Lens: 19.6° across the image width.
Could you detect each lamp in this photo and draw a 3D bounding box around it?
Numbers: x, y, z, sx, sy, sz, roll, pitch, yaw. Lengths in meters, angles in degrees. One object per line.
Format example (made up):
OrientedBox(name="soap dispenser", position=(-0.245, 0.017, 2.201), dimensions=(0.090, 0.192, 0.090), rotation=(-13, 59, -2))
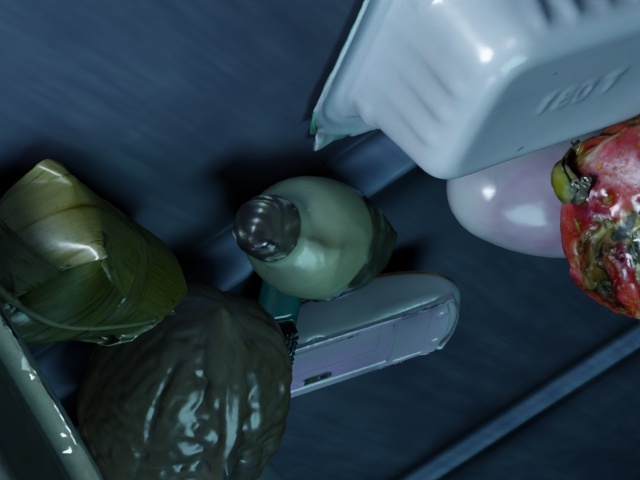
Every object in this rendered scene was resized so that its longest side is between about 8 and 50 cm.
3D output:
OrientedBox(name="lamp", position=(0.000, 0.000, 1.477), dimensions=(0.101, 0.101, 0.250), rotation=(-39, 161, 14))

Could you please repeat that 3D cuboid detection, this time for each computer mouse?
OrientedBox(name="computer mouse", position=(0.015, 0.090, 1.729), dimensions=(0.245, 0.056, 0.126), rotation=(-19, 149, -15))

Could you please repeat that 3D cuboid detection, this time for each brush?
OrientedBox(name="brush", position=(-0.033, 0.064, 1.597), dimensions=(0.043, 0.032, 0.193), rotation=(-9, 136, -24))

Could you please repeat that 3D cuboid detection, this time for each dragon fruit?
OrientedBox(name="dragon fruit", position=(0.327, -0.018, 1.513), dimensions=(0.282, 0.147, 0.211), rotation=(16, 96, -32))

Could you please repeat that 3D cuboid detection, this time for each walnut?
OrientedBox(name="walnut", position=(-0.110, 0.126, 1.517), dimensions=(0.178, 0.178, 0.230), rotation=(-18, 148, -33))

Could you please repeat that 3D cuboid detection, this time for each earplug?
OrientedBox(name="earplug", position=(0.237, -0.056, 1.616), dimensions=(0.301, 0.172, 0.172), rotation=(-6, 147, -37))

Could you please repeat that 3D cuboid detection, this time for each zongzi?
OrientedBox(name="zongzi", position=(-0.209, 0.047, 1.305), dimensions=(0.204, 0.094, 0.205), rotation=(-31, 159, 7))

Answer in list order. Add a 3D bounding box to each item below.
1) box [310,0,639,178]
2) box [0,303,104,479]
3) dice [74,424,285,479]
OrientedBox(name="box", position=(0.175, -0.152, 1.385), dimensions=(0.337, 0.106, 0.264), rotation=(-20, 155, -30))
OrientedBox(name="box", position=(-0.270, 0.121, 1.123), dimensions=(0.221, 0.290, 0.166), rotation=(-34, 170, 6))
OrientedBox(name="dice", position=(-0.170, 0.326, 1.709), dimensions=(0.262, 0.264, 0.268), rotation=(-41, 157, 21))
